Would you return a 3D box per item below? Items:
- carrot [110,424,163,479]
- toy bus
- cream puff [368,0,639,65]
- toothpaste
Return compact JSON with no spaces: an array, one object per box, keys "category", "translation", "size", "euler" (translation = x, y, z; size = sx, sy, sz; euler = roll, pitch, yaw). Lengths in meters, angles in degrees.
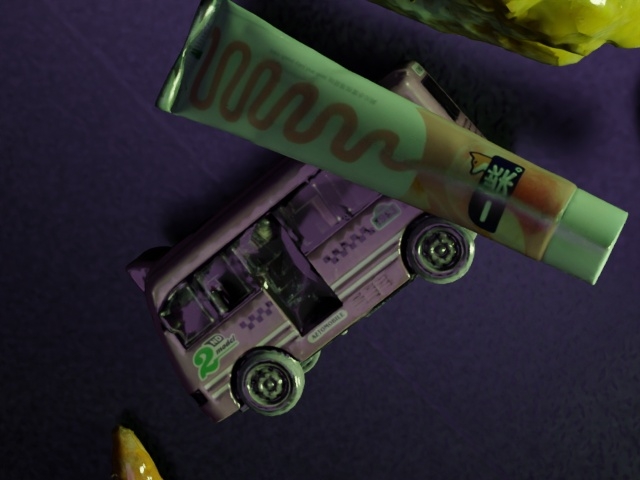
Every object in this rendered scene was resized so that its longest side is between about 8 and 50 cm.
[{"category":"carrot","translation":[-0.062,0.215,0.855],"size":[0.061,0.061,0.257],"euler":[-23,99,12]},{"category":"toy bus","translation":[0.000,0.000,0.769],"size":[0.178,0.087,0.098],"euler":[-39,94,12]},{"category":"cream puff","translation":[0.066,-0.172,0.675],"size":[0.221,0.194,0.195],"euler":[24,108,12]},{"category":"toothpaste","translation":[0.030,-0.040,0.701],"size":[0.205,0.036,0.056],"euler":[26,93,11]}]
